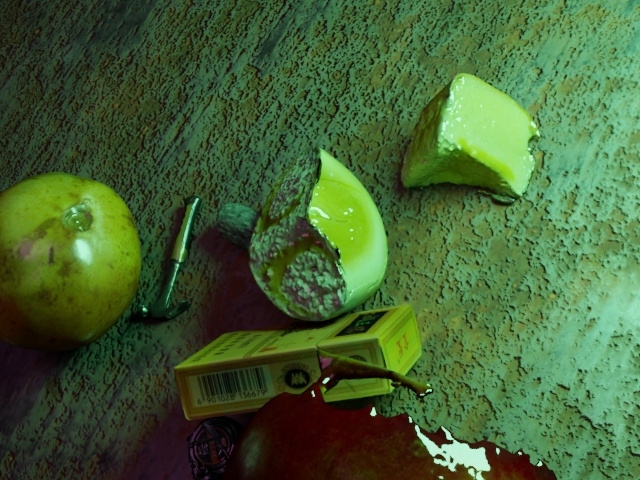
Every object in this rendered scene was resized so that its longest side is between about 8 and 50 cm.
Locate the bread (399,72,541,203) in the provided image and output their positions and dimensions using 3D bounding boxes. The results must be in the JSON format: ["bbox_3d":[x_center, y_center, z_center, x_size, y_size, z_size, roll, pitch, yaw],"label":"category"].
[{"bbox_3d":[0.210,-0.124,1.651,0.160,0.169,0.140,20,67,-11],"label":"bread"}]

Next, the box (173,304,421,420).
[{"bbox_3d":[-0.024,0.153,1.521,0.274,0.174,0.076,-10,98,19],"label":"box"}]

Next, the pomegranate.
[{"bbox_3d":[-0.383,0.031,1.706,0.264,0.264,0.264,-11,59,18],"label":"pomegranate"}]

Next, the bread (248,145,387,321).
[{"bbox_3d":[0.005,0.012,1.608,0.158,0.156,0.261,-40,27,36],"label":"bread"}]

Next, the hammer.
[{"bbox_3d":[-0.208,0.025,1.771,0.078,0.021,0.201,3,65,25],"label":"hammer"}]

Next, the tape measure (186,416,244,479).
[{"bbox_3d":[-0.131,0.279,1.572,0.091,0.054,0.094,-11,65,16],"label":"tape measure"}]

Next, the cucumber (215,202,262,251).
[{"bbox_3d":[-0.100,-0.015,1.720,0.112,0.064,0.064,27,76,33],"label":"cucumber"}]

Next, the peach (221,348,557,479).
[{"bbox_3d":[0.063,0.332,1.278,0.405,0.335,0.310,20,66,30],"label":"peach"}]
